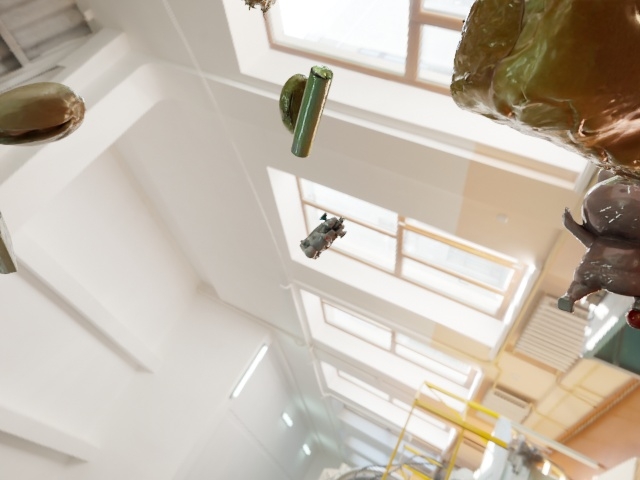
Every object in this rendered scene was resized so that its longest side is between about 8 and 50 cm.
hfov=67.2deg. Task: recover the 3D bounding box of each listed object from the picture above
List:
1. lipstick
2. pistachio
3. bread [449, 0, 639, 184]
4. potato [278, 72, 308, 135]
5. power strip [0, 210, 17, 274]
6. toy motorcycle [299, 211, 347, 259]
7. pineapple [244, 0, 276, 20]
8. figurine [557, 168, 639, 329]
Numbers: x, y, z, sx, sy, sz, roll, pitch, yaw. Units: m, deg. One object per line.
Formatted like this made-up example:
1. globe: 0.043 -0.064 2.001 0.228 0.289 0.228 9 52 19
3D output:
1. lipstick: -0.030 -0.392 1.489 0.076 0.076 0.304 -48 -15 -42
2. pistachio: -0.637 -0.281 1.074 0.215 0.144 0.144 -16 -44 -17
3. bread: 0.287 -0.162 0.441 0.343 0.149 0.195 9 -78 -27
4. potato: -0.082 -0.525 1.885 0.169 0.143 0.248 -40 -35 -41
5. power strip: -0.281 -0.003 0.418 0.016 0.040 0.090 -14 -20 -29
6. toy motorcycle: 0.000 0.000 1.752 0.171 0.110 0.260 -54 10 -27
7. pineapple: -0.271 -0.885 1.591 0.344 0.286 0.209 -64 -2 -56
8. figurine: 0.557 0.011 0.897 0.186 0.176 0.288 12 -91 -37
